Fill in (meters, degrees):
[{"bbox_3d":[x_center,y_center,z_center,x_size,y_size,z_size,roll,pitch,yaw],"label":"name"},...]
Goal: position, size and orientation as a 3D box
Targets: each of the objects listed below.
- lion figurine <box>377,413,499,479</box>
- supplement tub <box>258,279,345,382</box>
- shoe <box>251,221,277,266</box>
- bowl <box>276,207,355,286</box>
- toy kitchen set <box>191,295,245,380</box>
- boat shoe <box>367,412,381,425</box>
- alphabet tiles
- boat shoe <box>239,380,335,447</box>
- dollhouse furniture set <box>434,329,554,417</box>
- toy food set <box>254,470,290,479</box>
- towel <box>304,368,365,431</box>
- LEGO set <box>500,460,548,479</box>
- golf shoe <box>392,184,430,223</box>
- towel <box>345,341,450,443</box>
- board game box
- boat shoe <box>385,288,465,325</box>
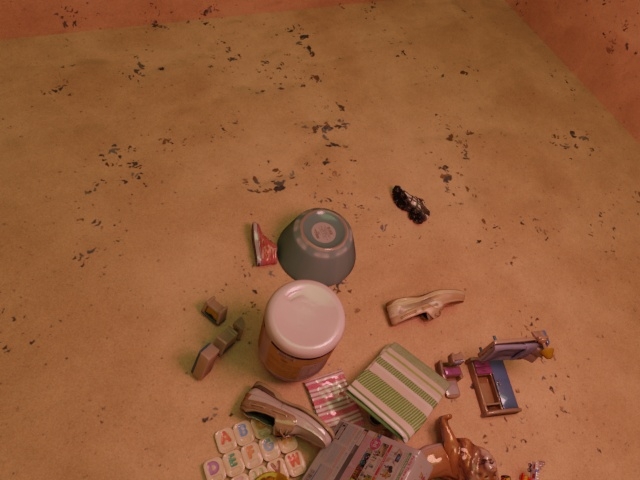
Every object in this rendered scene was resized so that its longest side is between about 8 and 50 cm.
[{"bbox_3d":[0.339,0.681,1.528,0.391,0.142,0.240,-11,68,-3],"label":"lion figurine"},{"bbox_3d":[-0.069,0.294,1.541,0.240,0.331,0.241,6,58,-9],"label":"supplement tub"},{"bbox_3d":[-0.209,0.012,1.853,0.081,0.063,0.178,-4,64,-17],"label":"shoe"},{"bbox_3d":[0.000,0.000,1.846,0.311,0.163,0.312,6,56,-9],"label":"bowl"},{"bbox_3d":[-0.370,0.311,1.613,0.166,0.122,0.207,36,37,11],"label":"toy kitchen set"},{"bbox_3d":[0.208,0.496,1.633,0.077,0.070,0.219,15,56,-3],"label":"boat shoe"},{"bbox_3d":[-0.191,0.670,1.462,0.284,0.021,0.278,-15,62,-21],"label":"alphabet tiles"},{"bbox_3d":[-0.105,0.546,1.490,0.302,0.113,0.103,22,45,23],"label":"boat shoe"},{"bbox_3d":[0.580,0.439,1.615,0.286,0.303,0.198,-1,58,-14],"label":"dollhouse furniture set"},{"bbox_3d":[-0.138,0.759,1.372,0.128,0.071,0.218,9,63,-10],"label":"toy food set"},{"bbox_3d":[0.046,0.526,1.603,0.144,0.029,0.197,-14,62,-21],"label":"towel"},{"bbox_3d":[0.643,0.794,1.502,0.182,0.060,0.244,-28,93,-27],"label":"LEGO set"},{"bbox_3d":[0.384,-0.158,2.095,0.093,0.077,0.198,-27,74,-38],"label":"golf shoe"},{"bbox_3d":[0.252,0.472,1.588,0.247,0.038,0.324,36,34,20],"label":"towel"},{"bbox_3d":[0.125,0.655,1.382,0.224,0.303,0.098,-50,121,-29],"label":"board game box"},{"bbox_3d":[0.393,0.249,1.815,0.302,0.109,0.098,-8,66,-11],"label":"boat shoe"}]
